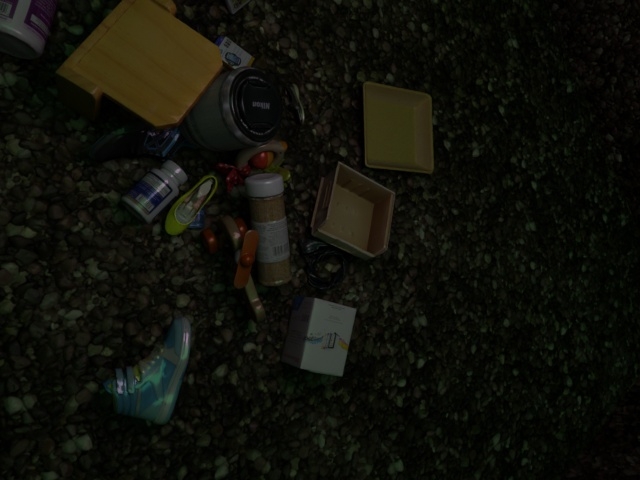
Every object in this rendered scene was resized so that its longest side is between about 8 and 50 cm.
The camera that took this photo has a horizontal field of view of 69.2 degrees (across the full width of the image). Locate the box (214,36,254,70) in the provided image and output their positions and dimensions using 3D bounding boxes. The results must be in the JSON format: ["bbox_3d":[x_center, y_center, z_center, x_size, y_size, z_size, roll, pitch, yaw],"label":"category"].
[{"bbox_3d":[-0.302,-0.631,1.589,0.136,0.028,0.081,32,73,-19],"label":"box"}]

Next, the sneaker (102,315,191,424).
[{"bbox_3d":[-0.507,0.366,1.355,0.208,0.127,0.320,18,78,-26],"label":"sneaker"}]

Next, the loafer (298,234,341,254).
[{"bbox_3d":[0.000,0.000,1.678,0.169,0.062,0.062,-17,89,-28],"label":"loafer"}]

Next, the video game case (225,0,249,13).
[{"bbox_3d":[-0.276,-0.914,1.558,0.193,0.023,0.213,-50,146,-21],"label":"video game case"}]

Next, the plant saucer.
[{"bbox_3d":[0.295,-0.434,1.849,0.332,0.081,0.333,1,85,-27],"label":"plant saucer"}]

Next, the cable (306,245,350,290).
[{"bbox_3d":[0.036,0.101,1.695,0.184,0.047,0.151,-16,93,-28],"label":"cable"}]

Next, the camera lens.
[{"bbox_3d":[-0.267,-0.379,1.374,0.219,0.274,0.220,-3,94,-50],"label":"camera lens"}]

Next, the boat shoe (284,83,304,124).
[{"bbox_3d":[-0.096,-0.488,1.672,0.049,0.056,0.153,-13,82,-22],"label":"boat shoe"}]

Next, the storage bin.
[{"bbox_3d":[0.117,-0.099,1.676,0.262,0.123,0.261,25,60,-24],"label":"storage bin"}]

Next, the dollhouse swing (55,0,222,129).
[{"bbox_3d":[-0.495,-0.464,1.316,0.304,0.315,0.347,37,71,-20],"label":"dollhouse swing"}]

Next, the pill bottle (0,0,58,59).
[{"bbox_3d":[-0.808,-0.668,1.255,0.169,0.169,0.302,15,80,-25],"label":"pill bottle"}]

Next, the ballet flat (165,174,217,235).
[{"bbox_3d":[-0.398,-0.116,1.439,0.077,0.077,0.231,42,71,-19],"label":"ballet flat"}]

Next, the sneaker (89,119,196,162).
[{"bbox_3d":[-0.515,-0.295,1.402,0.340,0.125,0.140,-29,104,-24],"label":"sneaker"}]

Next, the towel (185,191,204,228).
[{"bbox_3d":[-0.406,-0.098,1.494,0.067,0.029,0.120,3,85,-28],"label":"towel"}]

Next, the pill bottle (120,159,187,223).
[{"bbox_3d":[-0.497,-0.151,1.405,0.112,0.112,0.187,46,68,-17],"label":"pill bottle"}]

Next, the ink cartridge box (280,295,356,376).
[{"bbox_3d":[-0.008,0.324,1.586,0.168,0.171,0.233,18,79,-25],"label":"ink cartridge box"}]

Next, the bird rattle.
[{"bbox_3d":[-0.215,-0.261,1.518,0.253,0.207,0.143,-1,58,-32],"label":"bird rattle"}]

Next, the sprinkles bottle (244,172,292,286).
[{"bbox_3d":[-0.165,-0.032,1.499,0.121,0.121,0.356,-15,114,-27],"label":"sprinkles bottle"}]

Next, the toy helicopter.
[{"bbox_3d":[-0.238,0.092,1.450,0.140,0.235,0.356,-22,96,-27],"label":"toy helicopter"}]
